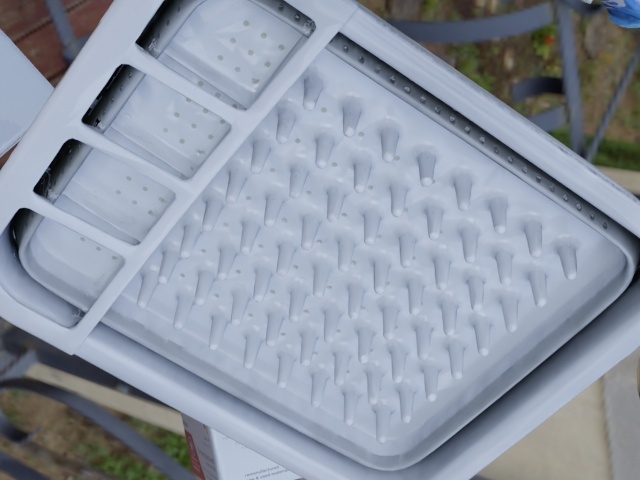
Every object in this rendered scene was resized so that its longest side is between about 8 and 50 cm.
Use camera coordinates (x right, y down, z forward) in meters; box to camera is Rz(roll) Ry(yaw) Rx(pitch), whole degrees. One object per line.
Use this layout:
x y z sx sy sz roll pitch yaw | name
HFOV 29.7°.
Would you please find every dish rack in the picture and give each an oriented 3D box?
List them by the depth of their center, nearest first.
0.000 0.000 0.672 0.333 0.285 0.072 32 34 -16 | dish rack

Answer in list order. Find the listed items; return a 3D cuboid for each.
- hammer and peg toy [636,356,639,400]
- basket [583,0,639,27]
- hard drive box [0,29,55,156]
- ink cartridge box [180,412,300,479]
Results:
0.374 0.182 0.968 0.361 0.127 0.265 99 -18 -85 | hammer and peg toy
0.131 -0.168 0.368 0.201 0.289 0.255 -65 157 7 | basket
-0.368 -0.076 1.123 0.089 0.232 0.181 50 54 -13 | hard drive box
-0.078 0.110 1.003 0.072 0.127 0.175 -12 93 -17 | ink cartridge box
